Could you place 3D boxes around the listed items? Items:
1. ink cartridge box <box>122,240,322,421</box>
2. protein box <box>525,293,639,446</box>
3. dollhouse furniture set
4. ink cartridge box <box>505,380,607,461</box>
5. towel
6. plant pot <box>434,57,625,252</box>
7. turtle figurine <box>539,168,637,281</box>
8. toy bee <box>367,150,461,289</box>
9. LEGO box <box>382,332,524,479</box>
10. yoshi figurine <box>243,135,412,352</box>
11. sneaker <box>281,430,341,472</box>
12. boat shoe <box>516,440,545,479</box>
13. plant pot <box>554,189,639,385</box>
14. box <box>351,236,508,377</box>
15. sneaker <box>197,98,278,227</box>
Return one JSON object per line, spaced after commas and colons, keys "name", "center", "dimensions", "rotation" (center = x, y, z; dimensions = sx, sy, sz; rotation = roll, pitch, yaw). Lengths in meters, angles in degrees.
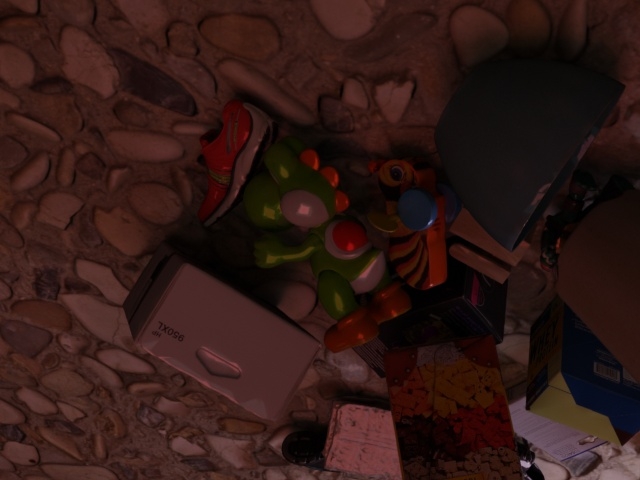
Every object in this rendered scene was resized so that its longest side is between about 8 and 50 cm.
{"name": "ink cartridge box", "center": [-0.193, 0.154, 1.786], "dimensions": [0.285, 0.166, 0.395], "rotation": [32, 177, -15]}
{"name": "protein box", "center": [0.500, 0.231, 1.790], "dimensions": [0.199, 0.201, 0.136], "rotation": [21, 135, -5]}
{"name": "dollhouse furniture set", "center": [0.286, -0.023, 1.650], "dimensions": [0.123, 0.151, 0.144], "rotation": [29, 135, 3]}
{"name": "ink cartridge box", "center": [0.504, 0.359, 2.025], "dimensions": [0.224, 0.045, 0.223], "rotation": [35, 133, -20]}
{"name": "towel", "center": [0.150, 0.449, 2.164], "dimensions": [0.282, 0.049, 0.187], "rotation": [12, 111, 3]}
{"name": "plant pot", "center": [0.286, -0.157, 1.447], "dimensions": [0.195, 0.290, 0.290], "rotation": [36, 137, 12]}
{"name": "turtle figurine", "center": [0.425, -0.006, 1.633], "dimensions": [0.175, 0.118, 0.234], "rotation": [-7, 131, -34]}
{"name": "toy bee", "center": [0.157, -0.077, 1.643], "dimensions": [0.162, 0.299, 0.195], "rotation": [18, 180, 38]}
{"name": "LEGO box", "center": [0.246, 0.418, 1.775], "dimensions": [0.193, 0.373, 0.500], "rotation": [-10, 160, 3]}
{"name": "yoshi figurine", "center": [-0.010, 0.003, 1.667], "dimensions": [0.203, 0.203, 0.362], "rotation": [-28, 95, 6]}
{"name": "sneaker", "center": [0.045, 0.493, 2.274], "dimensions": [0.267, 0.101, 0.106], "rotation": [8, 160, 4]}
{"name": "boat shoe", "center": [0.438, 0.483, 2.145], "dimensions": [0.076, 0.080, 0.229], "rotation": [-16, 128, 21]}
{"name": "plant pot", "center": [0.542, 0.088, 1.493], "dimensions": [0.333, 0.305, 0.334], "rotation": [-20, 132, -24]}
{"name": "box", "center": [0.191, 0.123, 1.797], "dimensions": [0.270, 0.165, 0.143], "rotation": [-22, 126, 32]}
{"name": "sneaker", "center": [-0.165, -0.140, 1.713], "dimensions": [0.118, 0.107, 0.279], "rotation": [37, 132, 6]}
